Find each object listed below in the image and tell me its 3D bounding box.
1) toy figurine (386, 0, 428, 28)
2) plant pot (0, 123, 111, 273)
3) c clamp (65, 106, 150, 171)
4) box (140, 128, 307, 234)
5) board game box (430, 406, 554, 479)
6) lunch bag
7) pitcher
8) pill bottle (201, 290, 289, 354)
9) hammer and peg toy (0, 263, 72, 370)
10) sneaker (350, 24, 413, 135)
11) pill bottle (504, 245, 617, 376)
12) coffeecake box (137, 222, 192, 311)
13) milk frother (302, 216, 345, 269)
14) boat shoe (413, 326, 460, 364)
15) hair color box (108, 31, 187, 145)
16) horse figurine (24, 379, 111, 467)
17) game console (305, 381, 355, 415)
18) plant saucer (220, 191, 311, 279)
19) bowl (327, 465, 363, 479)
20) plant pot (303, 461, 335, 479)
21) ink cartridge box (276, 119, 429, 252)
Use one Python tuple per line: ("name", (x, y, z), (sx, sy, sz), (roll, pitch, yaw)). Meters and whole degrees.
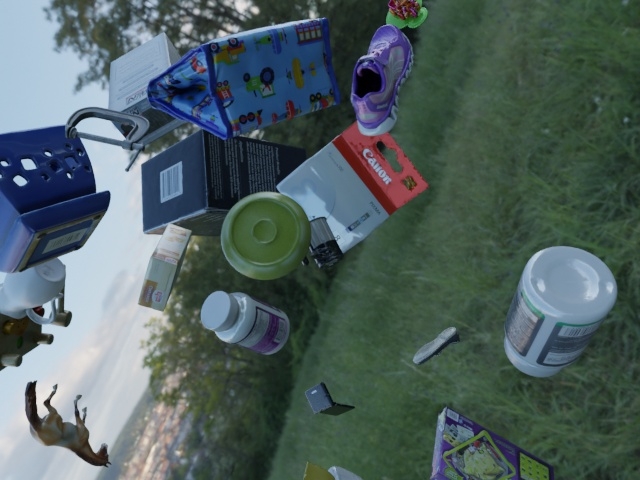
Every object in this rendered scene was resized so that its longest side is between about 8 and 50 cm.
("toy figurine", (0.230, -0.742, 1.581), (0.130, 0.159, 0.173), (-49, 47, 11))
("plant pot", (-0.597, -0.079, 1.082), (0.236, 0.212, 0.236), (-40, -5, 36))
("c clamp", (-0.366, -0.185, 0.886), (0.022, 0.160, 0.137), (99, -170, -48))
("box", (-0.368, -0.191, 2.000), (0.479, 0.471, 0.298), (-12, 78, 45))
("board game box", (0.459, 0.609, 1.360), (0.056, 0.346, 0.208), (-59, 1, 33))
("lunch bag", (-0.148, -0.272, 0.871), (0.220, 0.138, 0.293), (-26, 27, -31))
("pitcher", (-0.728, 0.132, 1.331), (0.207, 0.177, 0.126), (-33, 36, 24))
("pill bottle", (-0.251, 0.272, 1.735), (0.169, 0.301, 0.170), (-16, 59, 29))
("hammer and peg toy", (-0.916, 0.221, 1.617), (0.361, 0.127, 0.266), (-91, 7, -80))
("sneaker", (0.110, -0.323, 0.983), (0.095, 0.104, 0.237), (1, 68, 32))
("pill bottle", (0.580, 0.195, 1.305), (0.361, 0.204, 0.204), (81, -156, -53))
("coffeecake box", (-0.389, 0.065, 1.306), (0.186, 0.068, 0.143), (-95, 26, -63))
("milk frother", (0.000, 0.000, 1.477), (0.129, 0.135, 0.143), (-17, -18, -30))
("boat shoe", (0.443, 0.412, 1.954), (0.206, 0.065, 0.075), (-36, 14, -12))
("hair color box", (-0.459, -0.414, 1.402), (0.185, 0.114, 0.375), (-28, 42, 4))
("horse figurine", (-0.603, 0.426, 1.209), (0.066, 0.263, 0.175), (-30, 47, 2))
("game console", (0.026, 0.465, 1.516), (0.071, 0.107, 0.122), (-17, -19, -36))
("plant saucer", (-0.144, -0.019, 1.352), (0.037, 0.240, 0.241), (86, -152, -75))
("bowl", (0.064, 0.778, 1.575), (0.142, 0.141, 0.053), (-61, 15, -10))
("plant pot", (-0.006, 0.646, 1.363), (0.082, 0.083, 0.081), (-74, -7, -48))
("ink cartridge box", (0.096, -0.167, 1.637), (0.384, 0.308, 0.091), (-36, 6, 28))
